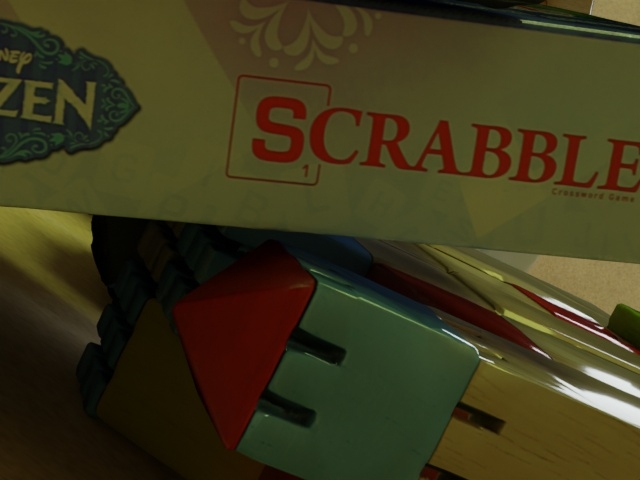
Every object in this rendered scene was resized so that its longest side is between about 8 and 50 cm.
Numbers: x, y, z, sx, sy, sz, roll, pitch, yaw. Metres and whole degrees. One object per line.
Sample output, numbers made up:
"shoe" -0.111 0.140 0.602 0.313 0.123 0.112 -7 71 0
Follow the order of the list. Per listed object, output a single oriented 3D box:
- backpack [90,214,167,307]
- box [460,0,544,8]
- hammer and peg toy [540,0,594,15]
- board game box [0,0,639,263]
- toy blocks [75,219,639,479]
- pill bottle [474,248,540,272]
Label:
"backpack" -0.046 -0.027 0.742 0.173 0.158 0.117 -177 -103 -84
"box" -0.127 -0.235 0.299 0.395 0.294 0.212 4 18 -26
"hammer and peg toy" 0.036 -0.215 1.084 0.361 0.127 0.266 14 -41 11
"board game box" -0.081 -0.073 0.474 0.318 0.066 0.318 5 13 -16
"toy blocks" 0.037 0.058 0.502 0.261 0.191 0.381 24 7 -19
"pill bottle" 0.012 -0.097 0.979 0.334 0.188 0.188 38 2 -17
